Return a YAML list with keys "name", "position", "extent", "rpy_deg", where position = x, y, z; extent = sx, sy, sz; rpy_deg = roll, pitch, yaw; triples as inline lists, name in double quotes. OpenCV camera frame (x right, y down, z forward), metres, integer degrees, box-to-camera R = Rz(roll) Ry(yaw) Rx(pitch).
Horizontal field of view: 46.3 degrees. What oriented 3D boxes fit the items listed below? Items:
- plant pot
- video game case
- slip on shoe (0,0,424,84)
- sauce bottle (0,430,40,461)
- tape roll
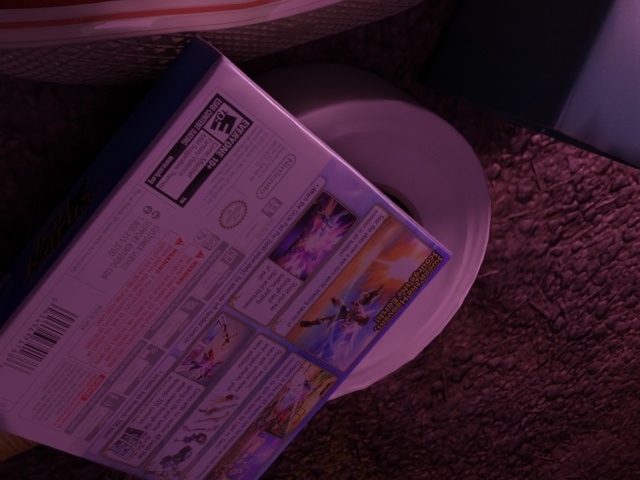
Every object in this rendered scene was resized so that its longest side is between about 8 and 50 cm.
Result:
- name: "plant pot"
  position: [0.231, -0.196, 0.603]
  extent: [0.165, 0.165, 0.234]
  rpy_deg: [13, 105, -33]
- name: "video game case"
  position: [-0.074, 0.043, 0.522]
  extent: [0.269, 0.061, 0.244]
  rpy_deg: [-49, 127, 5]
- name: "slip on shoe"
  position: [-0.074, -0.178, 0.502]
  extent: [0.331, 0.123, 0.101]
  rpy_deg: [-18, 91, -10]
- name: "sauce bottle"
  position: [-0.333, 0.149, 0.550]
  extent: [0.344, 0.111, 0.111]
  rpy_deg: [-24, 127, -14]
- name: "tape roll"
  position: [0.000, 0.000, 0.640]
  extent: [0.286, 0.100, 0.286]
  rpy_deg: [-13, 124, -21]
